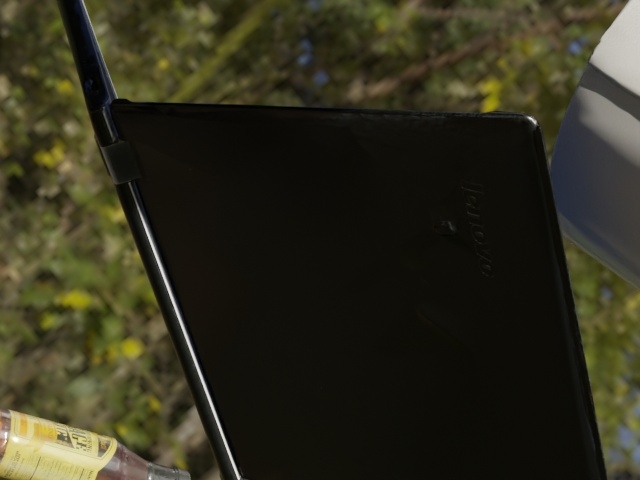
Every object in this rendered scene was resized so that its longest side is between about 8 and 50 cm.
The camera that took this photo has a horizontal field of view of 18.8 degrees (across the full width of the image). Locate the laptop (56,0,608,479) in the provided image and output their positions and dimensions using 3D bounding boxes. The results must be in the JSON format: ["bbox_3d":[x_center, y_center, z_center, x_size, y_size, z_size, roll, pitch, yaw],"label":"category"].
[{"bbox_3d":[0.000,0.000,1.300,0.408,0.236,0.382,-113,-174,-52],"label":"laptop"}]

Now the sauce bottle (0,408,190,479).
[{"bbox_3d":[-0.137,0.130,1.117,0.128,0.042,0.042,18,1,-26],"label":"sauce bottle"}]

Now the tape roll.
[{"bbox_3d":[0.278,-0.057,1.163,0.169,0.246,0.246,38,-19,31],"label":"tape roll"}]
